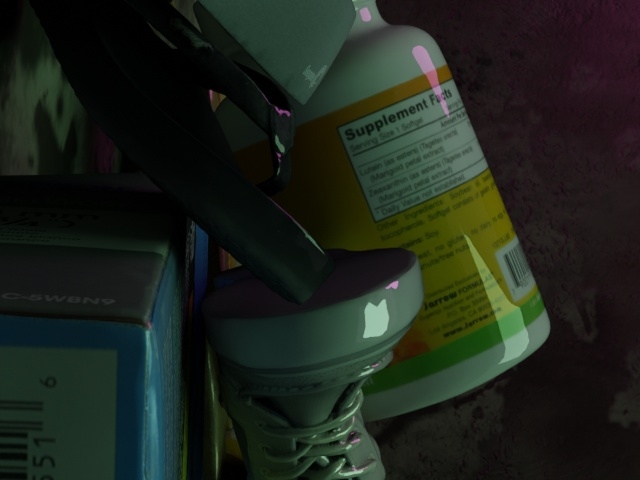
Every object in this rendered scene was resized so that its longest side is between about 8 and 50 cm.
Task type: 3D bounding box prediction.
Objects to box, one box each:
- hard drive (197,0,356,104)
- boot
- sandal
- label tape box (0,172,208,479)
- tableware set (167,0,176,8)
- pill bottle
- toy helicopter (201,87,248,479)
[{"bbox_3d":[-0.061,-0.152,0.603,0.172,0.054,0.255,55,5,15],"label":"hard drive"},{"bbox_3d":[0.003,0.071,0.691,0.258,0.095,0.123,-151,-131,-86],"label":"boot"},{"bbox_3d":[-0.061,-0.070,0.603,0.097,0.054,0.254,44,6,-45],"label":"sandal"},{"bbox_3d":[-0.103,0.103,0.600,0.333,0.106,0.240,-101,-166,-79],"label":"label tape box"},{"bbox_3d":[-0.088,-0.154,0.768,0.104,0.024,0.154,59,6,-2],"label":"tableware set"},{"bbox_3d":[0.022,-0.035,0.863,0.136,0.136,0.245,-50,118,-81],"label":"pill bottle"},{"bbox_3d":[-0.063,0.062,0.953,0.235,0.140,0.355,60,26,-74],"label":"toy helicopter"}]
